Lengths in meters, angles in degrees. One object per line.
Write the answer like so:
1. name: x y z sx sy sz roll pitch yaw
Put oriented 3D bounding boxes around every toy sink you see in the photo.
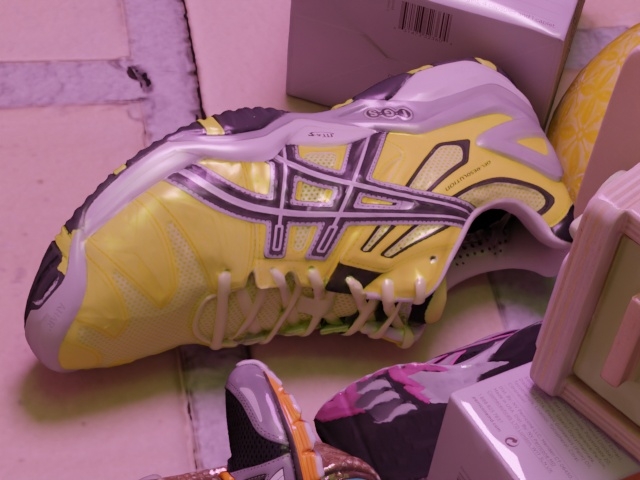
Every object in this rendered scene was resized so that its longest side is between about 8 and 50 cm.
1. toy sink: 0.202 0.031 0.947 0.131 0.152 0.234 -32 60 -33

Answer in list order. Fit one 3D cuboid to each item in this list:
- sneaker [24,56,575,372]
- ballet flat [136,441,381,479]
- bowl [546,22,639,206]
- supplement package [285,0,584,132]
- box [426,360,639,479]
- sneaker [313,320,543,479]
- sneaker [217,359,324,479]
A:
1. sneaker: 0.000 0.000 1.135 0.385 0.145 0.147 -23 59 -23
2. ballet flat: -0.067 0.159 1.032 0.206 0.073 0.067 -6 20 -19
3. bowl: 0.315 -0.079 1.233 0.290 0.156 0.289 9 47 -10
4. supplement package: 0.099 -0.198 1.316 0.194 0.149 0.203 17 56 6
5. box: 0.156 0.132 1.038 0.171 0.130 0.091 -18 51 -24
6. sneaker: 0.085 0.100 1.110 0.178 0.077 0.072 -16 88 -3
7. sneaker: -0.031 0.170 0.959 0.083 0.084 0.214 -9 79 -2
